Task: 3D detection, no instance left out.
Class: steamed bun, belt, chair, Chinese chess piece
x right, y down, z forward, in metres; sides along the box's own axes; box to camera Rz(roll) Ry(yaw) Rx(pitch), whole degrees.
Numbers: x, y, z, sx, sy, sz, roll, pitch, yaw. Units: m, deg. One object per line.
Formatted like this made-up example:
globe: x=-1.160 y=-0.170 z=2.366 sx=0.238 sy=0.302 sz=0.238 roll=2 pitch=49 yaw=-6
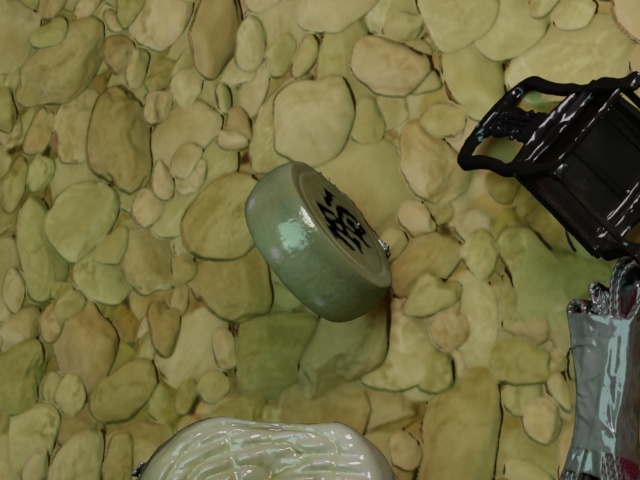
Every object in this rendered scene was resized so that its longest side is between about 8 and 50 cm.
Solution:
steamed bun: x=-0.065 y=0.292 z=1.489 sx=0.320 sy=0.206 sz=0.275 roll=-29 pitch=69 yaw=-3
belt: x=0.221 y=0.124 z=1.416 sx=0.071 sy=0.053 sz=0.232 roll=1 pitch=78 yaw=40
chair: x=0.205 y=-0.062 z=1.455 sx=0.106 sy=0.113 sz=0.229 roll=-48 pitch=12 yaw=-6
Chinese chess piece: x=0.000 y=0.000 z=1.555 sx=0.058 sy=0.144 sz=0.144 roll=-39 pitch=58 yaw=17
